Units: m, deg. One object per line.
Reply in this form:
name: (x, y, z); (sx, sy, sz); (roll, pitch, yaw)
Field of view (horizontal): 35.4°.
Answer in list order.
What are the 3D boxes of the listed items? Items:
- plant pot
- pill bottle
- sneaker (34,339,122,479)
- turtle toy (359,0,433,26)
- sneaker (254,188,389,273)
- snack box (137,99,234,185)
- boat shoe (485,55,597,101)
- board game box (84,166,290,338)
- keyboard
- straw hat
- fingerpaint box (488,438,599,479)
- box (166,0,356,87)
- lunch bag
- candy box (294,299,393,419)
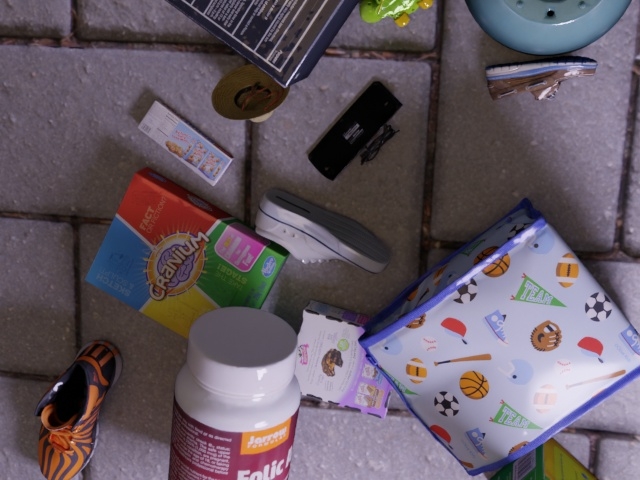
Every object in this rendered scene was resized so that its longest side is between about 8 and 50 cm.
plant pot: (0.355, -0.426, 1.550); (0.293, 0.235, 0.292); (3, 104, 11)
pill bottle: (-0.154, 0.330, 1.794); (0.224, 0.224, 0.392); (13, 119, 8)
sneaker: (-0.498, 0.350, 1.927); (0.125, 0.180, 0.321); (22, 106, 5)
turtle toy: (0.121, -0.411, 1.686); (0.130, 0.066, 0.095); (-35, 118, 19)
sneaker: (0.000, 0.000, 1.806); (0.258, 0.094, 0.091); (29, 122, 9)
snack box: (-0.246, -0.179, 1.836); (0.178, 0.022, 0.064); (38, 106, 1)
boat shoe: (0.371, -0.269, 1.678); (0.183, 0.066, 0.066); (-2, 108, 22)
board game box: (-0.247, 0.045, 1.867); (0.317, 0.064, 0.242); (29, 107, 3)
keyboard: (0.071, -0.182, 1.776); (0.192, 0.038, 0.100); (-47, 68, 18)
straw hat: (-0.116, -0.243, 1.772); (0.145, 0.144, 0.061); (-6, 144, 12)
fingerpaint box: (0.451, 0.577, 1.660); (0.371, 0.445, 0.163); (42, 108, -1)
box: (-0.076, -0.459, 1.652); (0.294, 0.183, 0.296); (37, 109, 2)
lunch bag: (0.302, 0.172, 1.705); (0.385, 0.239, 0.328); (-40, 95, 9)
candy box: (0.048, 0.218, 1.848); (0.196, 0.070, 0.164); (16, 106, 6)
